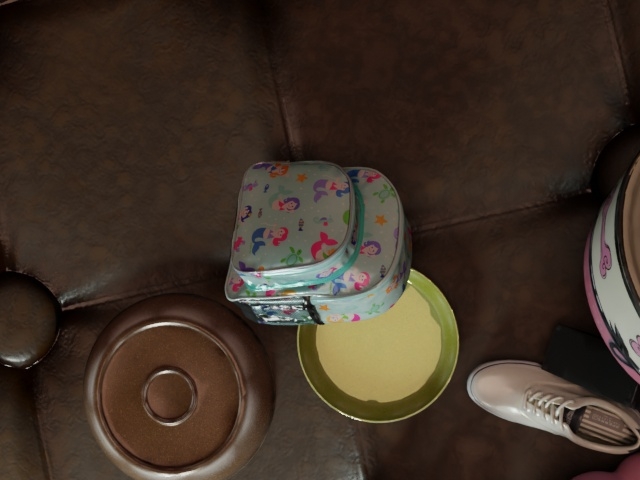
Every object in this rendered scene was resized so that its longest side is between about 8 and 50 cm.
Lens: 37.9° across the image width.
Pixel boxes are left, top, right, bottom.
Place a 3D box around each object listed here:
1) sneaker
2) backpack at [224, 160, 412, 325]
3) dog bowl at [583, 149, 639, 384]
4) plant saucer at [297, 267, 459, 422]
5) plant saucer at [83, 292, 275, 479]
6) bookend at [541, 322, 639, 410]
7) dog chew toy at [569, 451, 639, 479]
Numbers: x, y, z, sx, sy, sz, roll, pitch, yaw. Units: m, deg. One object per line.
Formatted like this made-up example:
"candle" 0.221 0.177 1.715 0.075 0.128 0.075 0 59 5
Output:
"sneaker" 0.337 0.233 1.327 0.258 0.091 0.094 14 92 8
"backpack" 0.000 0.000 1.314 0.253 0.191 0.225 2 64 11
"dog bowl" 0.524 0.049 1.196 0.408 0.150 0.408 6 67 -15
"plant saucer" 0.086 0.149 1.393 0.241 0.037 0.241 0 90 9
"plant saucer" -0.227 0.237 1.434 0.310 0.050 0.310 0 89 9
"bookend" 0.428 0.186 1.315 0.157 0.156 0.072 22 94 52
"dog chew toy" 0.383 0.415 1.272 0.332 0.206 0.206 -38 84 -1
